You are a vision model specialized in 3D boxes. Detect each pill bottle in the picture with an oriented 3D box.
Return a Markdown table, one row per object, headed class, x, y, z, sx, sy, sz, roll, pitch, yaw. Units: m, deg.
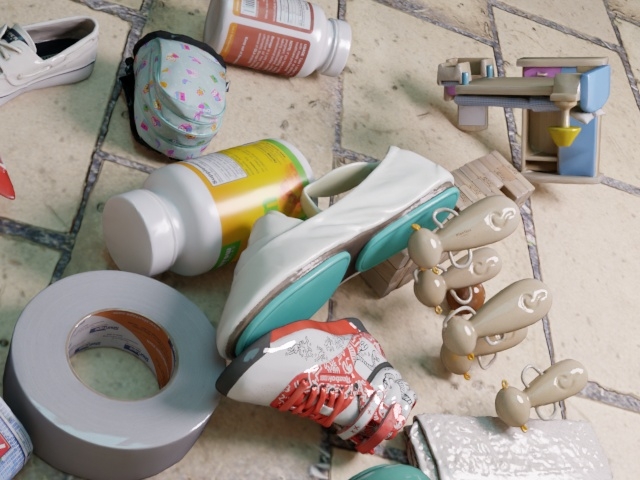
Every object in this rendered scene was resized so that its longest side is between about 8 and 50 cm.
| class | x | y | z | sx | sy | sz | roll | pitch | yaw |
| --- | --- | --- | --- | --- | --- | --- | --- | --- | --- |
| pill bottle | -0.133 | -0.035 | 1.112 | 0.246 | 0.136 | 0.136 | -21 | 62 | -41 |
| pill bottle | -0.067 | -0.325 | 1.443 | 0.216 | 0.121 | 0.121 | 10 | 45 | -21 |

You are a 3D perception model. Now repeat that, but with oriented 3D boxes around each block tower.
| class | x | y | z | sx | sy | sz | roll | pitch | yaw |
| --- | --- | --- | --- | --- | --- | --- | --- | --- | --- |
| block tower | 0.169 | -0.028 | 1.304 | 0.335 | 0.091 | 0.097 | -24 | 63 | -41 |

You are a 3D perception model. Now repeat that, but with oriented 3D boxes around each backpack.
| class | x | y | z | sx | sy | sz | roll | pitch | yaw |
| --- | --- | --- | --- | --- | --- | --- | --- | --- | --- |
| backpack | -0.196 | -0.199 | 1.255 | 0.152 | 0.115 | 0.182 | 14 | 47 | -20 |

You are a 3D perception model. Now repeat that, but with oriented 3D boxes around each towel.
| class | x | y | z | sx | sy | sz | roll | pitch | yaw |
| --- | --- | --- | --- | --- | --- | --- | --- | --- | --- |
| towel | 0.238 | 0.289 | 1.066 | 0.282 | 0.049 | 0.187 | 6 | 48 | -24 |

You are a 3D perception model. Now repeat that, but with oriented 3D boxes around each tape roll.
| class | x | y | z | sx | sy | sz | roll | pitch | yaw |
| --- | --- | --- | --- | --- | --- | --- | --- | --- | --- |
| tape roll | -0.213 | 0.137 | 0.950 | 0.219 | 0.072 | 0.219 | 16 | 44 | -16 |

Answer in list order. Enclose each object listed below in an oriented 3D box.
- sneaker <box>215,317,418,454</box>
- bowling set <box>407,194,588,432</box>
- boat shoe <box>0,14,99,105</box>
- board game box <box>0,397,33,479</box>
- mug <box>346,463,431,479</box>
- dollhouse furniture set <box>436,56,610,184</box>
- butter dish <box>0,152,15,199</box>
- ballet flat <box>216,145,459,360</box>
| class | x | y | z | sx | sy | sz | roll | pitch | yaw |
| --- | --- | --- | --- | --- | --- | --- | --- | --- | --- |
| sneaker | 0.012 | 0.165 | 0.986 | 0.145 | 0.090 | 0.270 | 51 | 23 | 19 |
| bowling set | 0.188 | 0.101 | 1.160 | 0.154 | 0.200 | 0.287 | -23 | 87 | -21 |
| boat shoe | -0.402 | -0.239 | 1.199 | 0.267 | 0.088 | 0.096 | -23 | 63 | -42 |
| board game box | -0.340 | 0.149 | 0.811 | 0.194 | 0.060 | 0.194 | 54 | 31 | -11 |
| mug | 0.053 | 0.286 | 0.905 | 0.158 | 0.129 | 0.097 | -7 | 50 | -33 |
| dollhouse furniture set | 0.286 | -0.166 | 1.383 | 0.286 | 0.198 | 0.303 | 5 | 17 | 27 |
| butter dish | -0.447 | -0.105 | 1.033 | 0.160 | 0.118 | 0.160 | 60 | 8 | 28 |
| ballet flat | 0.000 | 0.000 | 1.073 | 0.139 | 0.139 | 0.400 | 44 | 53 | 16 |
